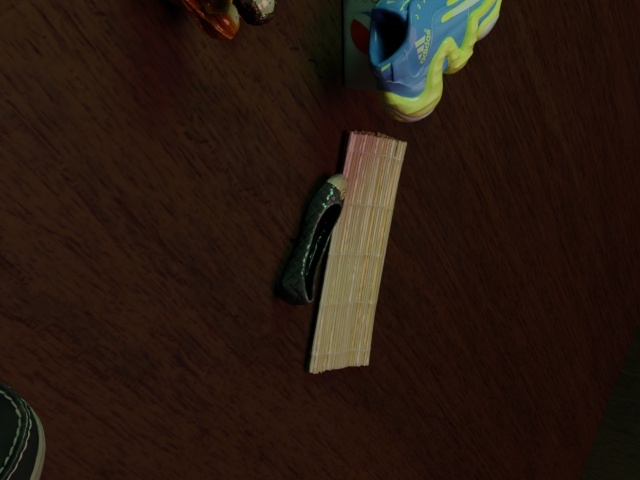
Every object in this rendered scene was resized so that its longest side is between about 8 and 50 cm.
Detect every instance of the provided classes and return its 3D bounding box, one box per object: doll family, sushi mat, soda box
[{"bbox_3d":[-0.081,-0.283,1.024,0.263,0.118,0.163,-63,144,-54],"label":"doll family"},{"bbox_3d":[0.050,0.015,1.406,0.151,0.019,0.316,-1,103,-56],"label":"sushi mat"},{"bbox_3d":[0.073,-0.286,1.273,0.069,0.074,0.216,-29,125,-49],"label":"soda box"}]

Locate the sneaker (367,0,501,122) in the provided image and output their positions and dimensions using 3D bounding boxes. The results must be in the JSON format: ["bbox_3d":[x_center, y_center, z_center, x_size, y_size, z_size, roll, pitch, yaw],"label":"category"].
[{"bbox_3d":[0.128,-0.256,1.213,0.126,0.091,0.240,45,66,-52],"label":"sneaker"}]

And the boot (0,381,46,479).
[{"bbox_3d":[-0.334,0.183,0.685,0.377,0.138,0.284,-43,159,-32],"label":"boot"}]

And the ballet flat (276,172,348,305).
[{"bbox_3d":[0.000,0.000,1.292,0.057,0.049,0.173,43,66,-56],"label":"ballet flat"}]
